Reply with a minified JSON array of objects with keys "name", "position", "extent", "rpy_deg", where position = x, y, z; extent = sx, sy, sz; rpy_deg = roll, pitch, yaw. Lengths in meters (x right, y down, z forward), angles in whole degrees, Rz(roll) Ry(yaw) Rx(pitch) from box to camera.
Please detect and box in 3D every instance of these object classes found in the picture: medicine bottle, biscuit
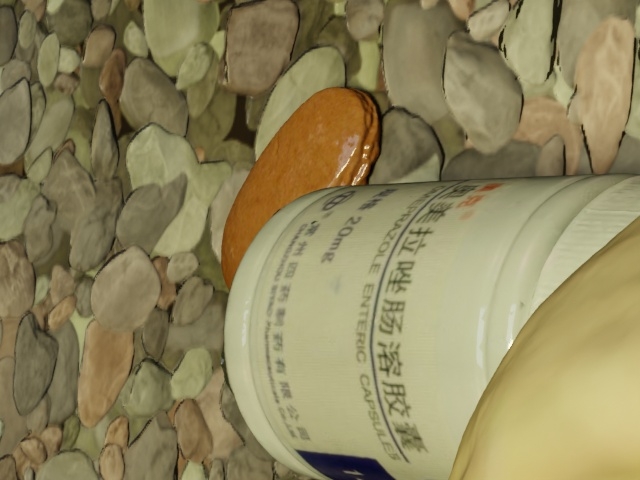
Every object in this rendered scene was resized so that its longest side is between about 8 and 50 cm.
[{"name":"medicine bottle","position":[0.115,0.058,1.094],"extent":[0.332,0.190,0.190],"rpy_deg":[-1,81,50]},{"name":"biscuit","position":[0.000,0.000,1.372],"extent":[0.186,0.036,0.192],"rpy_deg":[-53,47,27]}]

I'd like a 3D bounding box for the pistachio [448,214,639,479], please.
[{"name":"pistachio","position":[0.256,0.077,0.724],"extent":[0.365,0.445,0.282],"rpy_deg":[-19,84,54]}]
